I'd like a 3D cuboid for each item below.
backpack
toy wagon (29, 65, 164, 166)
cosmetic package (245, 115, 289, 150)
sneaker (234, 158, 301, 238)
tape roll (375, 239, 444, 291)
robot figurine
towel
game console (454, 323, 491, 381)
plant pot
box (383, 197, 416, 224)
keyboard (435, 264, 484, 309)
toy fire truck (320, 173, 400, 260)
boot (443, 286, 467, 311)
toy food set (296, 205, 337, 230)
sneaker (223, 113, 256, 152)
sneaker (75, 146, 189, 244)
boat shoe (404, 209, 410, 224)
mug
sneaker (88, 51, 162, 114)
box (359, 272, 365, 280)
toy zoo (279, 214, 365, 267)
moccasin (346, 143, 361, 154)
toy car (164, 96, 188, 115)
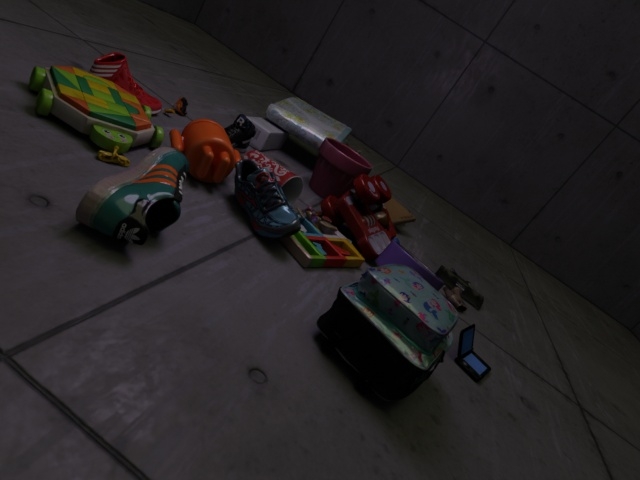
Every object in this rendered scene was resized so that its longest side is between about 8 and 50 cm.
[{"bbox_3d":[0.146,0.160,0.832,0.225,0.191,0.254,43,18,24],"label":"backpack"},{"bbox_3d":[-0.503,-0.291,0.997,0.267,0.068,0.344,10,31,-46],"label":"toy wagon"},{"bbox_3d":[-0.217,-0.413,1.655,0.117,0.085,0.231,36,19,6],"label":"cosmetic package"},{"bbox_3d":[-0.140,-0.106,1.022,0.104,0.125,0.262,-27,50,-25],"label":"sneaker"},{"bbox_3d":[0.252,0.088,1.211,0.189,0.080,0.189,38,9,-7],"label":"tape roll"},{"bbox_3d":[-0.292,-0.233,1.098,0.158,0.128,0.219,-19,41,-9],"label":"robot figurine"},{"bbox_3d":[-0.039,-0.485,1.813,0.321,0.090,0.374,29,26,0],"label":"towel"},{"bbox_3d":[0.387,0.277,1.069,0.107,0.071,0.122,45,24,27],"label":"game console"},{"bbox_3d":[0.058,-0.245,1.558,0.201,0.180,0.201,29,22,-13],"label":"plant pot"},{"bbox_3d":[0.257,-0.117,1.706,0.201,0.021,0.164,-10,44,-34],"label":"box"},{"bbox_3d":[0.493,0.169,1.530,0.192,0.038,0.100,41,45,13],"label":"keyboard"},{"bbox_3d":[0.157,-0.065,1.389,0.253,0.169,0.302,62,27,7],"label":"toy fire truck"},{"bbox_3d":[0.445,0.192,1.389,0.119,0.042,0.087,13,36,-41],"label":"boot"},{"bbox_3d":[-0.007,-0.069,1.222,0.122,0.019,0.078,18,26,-37],"label":"toy food set"},{"bbox_3d":[-0.286,-0.349,1.363,0.079,0.121,0.217,38,21,11],"label":"sneaker"},{"bbox_3d":[-0.304,-0.080,0.795,0.121,0.108,0.302,33,29,-7],"label":"sneaker"},{"bbox_3d":[0.315,-0.109,1.798,0.075,0.065,0.206,46,24,28],"label":"boat shoe"},{"bbox_3d":[-0.149,-0.165,1.235,0.169,0.150,0.113,38,57,22],"label":"mug"},{"bbox_3d":[-0.524,-0.434,1.187,0.087,0.128,0.221,46,25,24],"label":"sneaker"},{"bbox_3d":[0.161,0.115,1.151,0.081,0.028,0.136,43,25,21],"label":"box"},{"bbox_3d":[0.000,0.000,1.155,0.293,0.030,0.192,5,35,-52],"label":"toy zoo"},{"bbox_3d":[0.115,-0.383,2.001,0.147,0.139,0.380,26,19,-36],"label":"moccasin"},{"bbox_3d":[-0.468,-0.434,1.376,0.041,0.060,0.122,3,12,8],"label":"toy car"}]
